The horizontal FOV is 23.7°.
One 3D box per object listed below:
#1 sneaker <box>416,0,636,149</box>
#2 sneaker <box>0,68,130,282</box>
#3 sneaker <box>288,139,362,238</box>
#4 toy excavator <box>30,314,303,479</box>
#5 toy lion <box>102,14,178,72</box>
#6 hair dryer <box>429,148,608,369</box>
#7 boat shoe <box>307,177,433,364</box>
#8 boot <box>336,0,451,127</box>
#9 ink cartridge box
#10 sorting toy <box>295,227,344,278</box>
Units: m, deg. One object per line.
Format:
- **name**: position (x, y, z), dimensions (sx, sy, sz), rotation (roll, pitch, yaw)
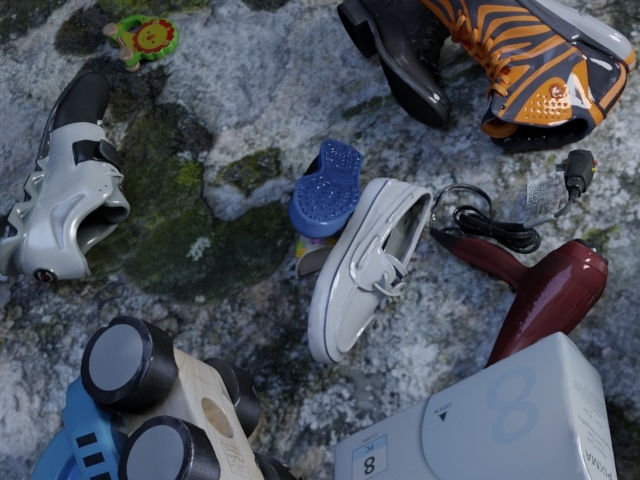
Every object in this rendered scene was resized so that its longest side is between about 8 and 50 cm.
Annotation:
- **sneaker**: position (0.214, -0.229, 1.882), dimensions (0.321, 0.124, 0.180), rotation (28, 77, 14)
- **sneaker**: position (-0.319, -0.083, 2.095), dimensions (0.146, 0.122, 0.330), rotation (10, 64, 9)
- **sneaker**: position (0.002, -0.041, 1.872), dimensions (0.081, 0.090, 0.232), rotation (23, 27, 2)
- **toy excavator**: position (-0.243, 0.377, 1.746), dimensions (0.445, 0.222, 0.433), rotation (-38, 52, 16)
- **toy lion**: position (-0.259, -0.297, 2.234), dimensions (0.096, 0.034, 0.100), rotation (-31, 53, -4)
- **hair dryer**: position (0.236, 0.042, 1.801), dimensions (0.224, 0.080, 0.293), rotation (-18, 48, 33)
- **boat shoe**: position (0.063, 0.035, 1.851), dimensions (0.084, 0.095, 0.258), rotation (8, 66, 32)
- **boot**: position (0.168, -0.293, 2.007), dimensions (0.229, 0.091, 0.263), rotation (-31, 60, -5)
- **ink cartridge box**: position (0.154, 0.312, 1.545), dimensions (0.308, 0.091, 0.385), rotation (-29, 35, 25)
- **sorting toy**: position (0.000, 0.000, 1.940), dimensions (0.083, 0.045, 0.075), rotation (-19, 36, 13)
